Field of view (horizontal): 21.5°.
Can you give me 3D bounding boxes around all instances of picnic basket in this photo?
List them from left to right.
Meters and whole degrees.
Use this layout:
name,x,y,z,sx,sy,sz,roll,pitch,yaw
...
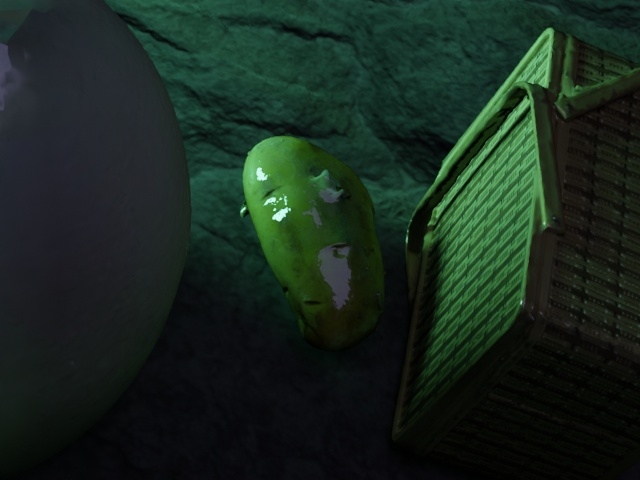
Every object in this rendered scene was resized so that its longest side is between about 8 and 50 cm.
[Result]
name,x,y,z,sx,sy,sz,roll,pitch,yaw
picnic basket,0.179,0.014,1.310,0.175,0.228,0.313,21,52,-12

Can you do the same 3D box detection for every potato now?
name,x,y,z,sx,sy,sz,roll,pitch,yaw
potato,0.000,0.000,1.333,0.105,0.085,0.188,-3,63,-23

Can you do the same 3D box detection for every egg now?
name,x,y,z,sx,sy,sz,roll,pitch,yaw
egg,-0.246,-0.046,1.095,0.354,0.340,0.354,12,54,-17
